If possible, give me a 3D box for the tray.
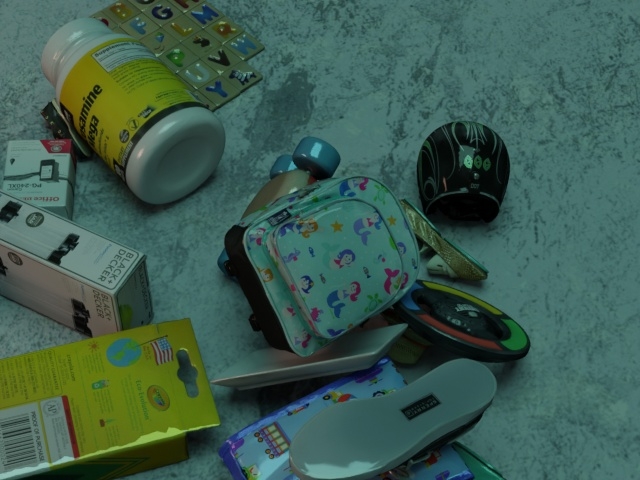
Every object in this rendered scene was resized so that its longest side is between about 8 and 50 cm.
[{"bbox_3d":[-0.013,0.174,1.812,0.270,0.030,0.145,-12,9,25],"label":"tray"}]

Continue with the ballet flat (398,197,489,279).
[{"bbox_3d":[0.183,0.014,2.035,0.067,0.073,0.206,-47,61,-1],"label":"ballet flat"}]

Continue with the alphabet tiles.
[{"bbox_3d":[-0.283,-0.353,2.325,0.285,0.011,0.342,-37,62,-26],"label":"alphabet tiles"}]

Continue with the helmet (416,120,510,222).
[{"bbox_3d":[0.237,-0.120,2.075,0.169,0.169,0.161,3,65,0],"label":"helmet"}]

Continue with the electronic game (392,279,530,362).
[{"bbox_3d":[0.210,0.118,1.890,0.229,0.048,0.229,20,17,-6],"label":"electronic game"}]

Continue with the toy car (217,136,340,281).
[{"bbox_3d":[0.000,0.000,1.987,0.238,0.210,0.219,34,68,-12],"label":"toy car"}]

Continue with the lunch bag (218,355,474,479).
[{"bbox_3d":[0.020,0.319,1.705,0.293,0.138,0.221,-17,54,-29],"label":"lunch bag"}]

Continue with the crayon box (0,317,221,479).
[{"bbox_3d":[-0.319,0.244,1.817,0.319,0.081,0.202,-12,54,-11],"label":"crayon box"}]

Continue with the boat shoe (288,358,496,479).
[{"bbox_3d":[0.092,0.254,1.633,0.306,0.105,0.113,-25,55,-29],"label":"boat shoe"}]

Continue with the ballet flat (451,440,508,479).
[{"bbox_3d":[0.243,0.365,1.748,0.247,0.083,0.087,29,67,20],"label":"ballet flat"}]

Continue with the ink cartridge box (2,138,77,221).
[{"bbox_3d":[-0.469,-0.093,2.083,0.109,0.063,0.150,-2,52,-4],"label":"ink cartridge box"}]

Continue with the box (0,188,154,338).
[{"bbox_3d":[-0.404,0.044,1.914,0.290,0.169,0.087,23,55,14],"label":"box"}]

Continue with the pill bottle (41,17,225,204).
[{"bbox_3d":[-0.327,-0.229,2.116,0.188,0.188,0.334,-32,59,-24],"label":"pill bottle"}]

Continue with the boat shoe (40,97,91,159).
[{"bbox_3d":[-0.442,-0.188,2.174,0.042,0.049,0.133,-40,68,9],"label":"boat shoe"}]

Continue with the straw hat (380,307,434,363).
[{"bbox_3d":[0.128,0.155,1.912,0.144,0.144,0.061,30,96,19],"label":"straw hat"}]

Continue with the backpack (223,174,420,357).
[{"bbox_3d":[0.017,0.023,1.802,0.254,0.191,0.225,-29,100,-26],"label":"backpack"}]
